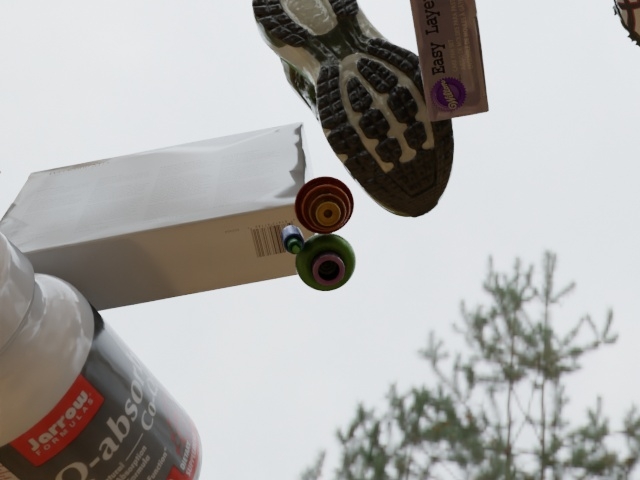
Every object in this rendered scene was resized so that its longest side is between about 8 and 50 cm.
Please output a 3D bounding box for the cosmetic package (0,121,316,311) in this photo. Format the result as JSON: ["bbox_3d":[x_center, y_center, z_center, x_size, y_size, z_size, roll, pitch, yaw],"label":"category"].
[{"bbox_3d":[-0.194,-0.029,1.238,0.377,0.284,0.097,-10,-63,3],"label":"cosmetic package"}]

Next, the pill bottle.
[{"bbox_3d":[-0.292,0.166,1.053,0.210,0.210,0.363,-9,-44,23],"label":"pill bottle"}]

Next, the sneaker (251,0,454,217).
[{"bbox_3d":[0.053,-0.172,1.297,0.158,0.410,0.182,-25,-33,-4],"label":"sneaker"}]

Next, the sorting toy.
[{"bbox_3d":[0.000,0.000,0.820,0.061,0.042,0.102,-6,-72,-5],"label":"sorting toy"}]

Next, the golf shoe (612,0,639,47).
[{"bbox_3d":[0.370,-0.293,1.120,0.273,0.105,0.120,38,-9,-3],"label":"golf shoe"}]

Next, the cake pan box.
[{"bbox_3d":[0.120,-0.272,1.039,0.070,0.246,0.267,-9,-67,10],"label":"cake pan box"}]
